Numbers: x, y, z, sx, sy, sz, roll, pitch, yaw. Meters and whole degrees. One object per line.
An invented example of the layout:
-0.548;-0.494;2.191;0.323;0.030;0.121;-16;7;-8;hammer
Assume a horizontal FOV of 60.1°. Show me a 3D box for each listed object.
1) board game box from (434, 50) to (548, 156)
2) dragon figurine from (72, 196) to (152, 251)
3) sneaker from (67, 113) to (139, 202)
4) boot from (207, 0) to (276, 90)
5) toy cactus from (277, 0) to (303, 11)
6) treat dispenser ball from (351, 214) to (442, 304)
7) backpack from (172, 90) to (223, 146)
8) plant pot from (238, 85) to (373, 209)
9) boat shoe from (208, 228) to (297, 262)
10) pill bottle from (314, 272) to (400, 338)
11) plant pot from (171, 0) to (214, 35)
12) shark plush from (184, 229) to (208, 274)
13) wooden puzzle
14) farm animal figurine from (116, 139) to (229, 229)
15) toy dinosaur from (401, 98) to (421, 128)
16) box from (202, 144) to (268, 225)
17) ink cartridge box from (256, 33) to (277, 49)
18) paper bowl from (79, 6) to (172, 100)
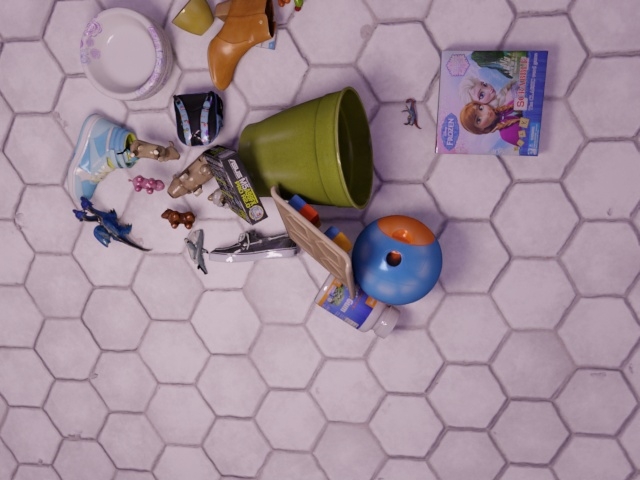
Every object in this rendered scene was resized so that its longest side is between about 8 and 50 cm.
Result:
0.527;-0.427;1.733;0.317;0.066;0.319;2;102;8;board game box
-0.740;-0.035;1.950;0.085;0.144;0.289;-41;93;14;dragon figurine
-0.740;-0.256;1.916;0.208;0.127;0.319;21;104;5;sneaker
-0.244;-0.628;1.755;0.211;0.104;0.296;7;96;28;boot
-0.115;-0.819;1.693;0.112;0.180;0.219;-32;101;-7;toy cactus
0.241;0.063;1.759;0.287;0.288;0.289;2;102;8;treat dispenser ball
-0.397;-0.394;1.830;0.158;0.117;0.174;-4;90;7;backpack
-0.052;-0.266;1.729;0.352;0.366;0.367;-3;101;21;plant pot
-0.236;0.016;1.909;0.305;0.113;0.105;-5;94;6;boat shoe
0.128;0.215;1.877;0.271;0.152;0.152;31;104;1;pill bottle
-0.399;-0.718;1.781;0.134;0.134;0.095;-42;117;14;plant pot
-0.431;0.046;1.973;0.067;0.073;0.162;-20;94;-19;shark plush
0.000;0.000;1.690;0.080;0.322;0.348;-41;70;-10;wooden puzzle
-0.461;-0.220;1.864;0.326;0.172;0.331;-24;112;-6;farm animal figurine
0.294;-0.414;1.794;0.090;0.047;0.082;15;95;-29;toy dinosaur
-0.265;-0.175;1.692;0.060;0.270;0.216;-30;112;-13;box
-0.188;-0.654;1.805;0.083;0.028;0.048;11;102;6;ink cartridge box
-0.624;-0.603;1.816;0.283;0.148;0.285;2;102;7;paper bowl
